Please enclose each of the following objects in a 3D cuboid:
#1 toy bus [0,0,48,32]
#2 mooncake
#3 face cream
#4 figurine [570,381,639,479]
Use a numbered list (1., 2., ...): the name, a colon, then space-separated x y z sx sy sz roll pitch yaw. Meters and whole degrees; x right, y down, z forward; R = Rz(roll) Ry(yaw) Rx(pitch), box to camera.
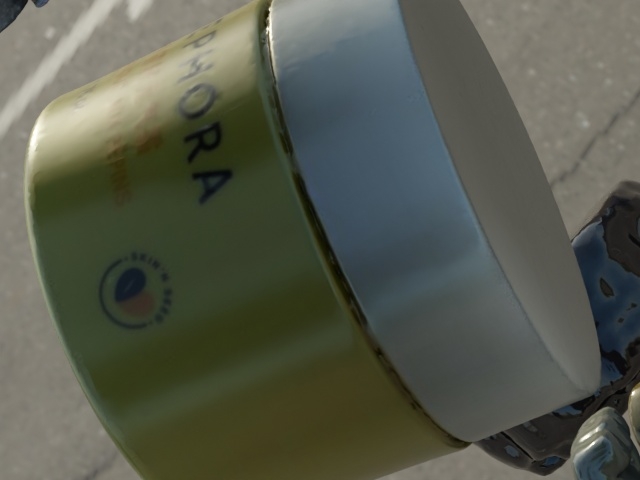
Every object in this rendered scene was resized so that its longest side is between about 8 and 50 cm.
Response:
1. toy bus: -0.217 -0.155 0.634 0.292 0.125 0.133 2 55 31
2. mooncake: 0.236 0.084 1.528 0.283 0.141 0.283 -48 -3 -3
3. face cream: 0.000 0.000 0.755 0.179 0.218 0.218 -23 42 16
4. figurine: 0.284 0.184 1.070 0.167 0.342 0.285 -20 63 20
